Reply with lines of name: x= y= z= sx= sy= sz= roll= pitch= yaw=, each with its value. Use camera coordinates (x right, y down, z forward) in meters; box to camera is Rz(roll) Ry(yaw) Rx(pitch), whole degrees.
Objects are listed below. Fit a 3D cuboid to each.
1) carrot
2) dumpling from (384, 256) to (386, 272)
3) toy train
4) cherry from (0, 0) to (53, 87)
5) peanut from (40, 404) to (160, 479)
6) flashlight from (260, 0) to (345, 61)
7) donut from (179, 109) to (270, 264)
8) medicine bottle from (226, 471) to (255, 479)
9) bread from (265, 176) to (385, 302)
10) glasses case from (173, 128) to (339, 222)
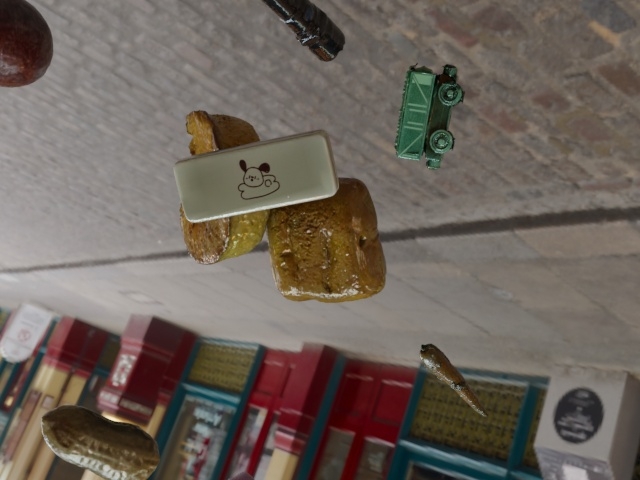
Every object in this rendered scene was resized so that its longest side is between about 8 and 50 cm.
carrot: x=0.286 y=0.300 z=1.499 sx=0.254 sy=0.049 sz=0.049 roll=46 pitch=153 yaw=-26
dumpling: x=0.135 y=0.053 z=2.222 sx=0.104 sy=0.149 sz=0.217 roll=13 pitch=127 yaw=40
toy train: x=0.282 y=-0.321 z=1.836 sx=0.154 sy=0.270 sz=0.115 roll=12 pitch=-163 yaw=13
cherry: x=-0.686 y=-0.422 z=1.462 sx=0.230 sy=0.203 sz=0.300 roll=38 pitch=-160 yaw=18
peanut: x=-0.416 y=0.381 z=1.340 sx=0.236 sy=0.110 sz=0.120 roll=31 pitch=-157 yaw=-20
flashlight: x=-0.076 y=-0.557 z=1.666 sx=0.103 sy=0.103 sz=0.424 roll=10 pitch=170 yaw=32
donut: x=-0.253 y=-0.123 z=1.933 sx=0.163 sy=0.435 sz=0.378 roll=-6 pitch=-141 yaw=-27
medicine bottle: x=-0.321 y=0.838 z=2.065 sx=0.212 sy=0.325 sz=0.212 roll=41 pitch=143 yaw=42
bread: x=-0.004 y=0.002 z=1.894 sx=0.336 sy=0.328 sz=0.148 roll=-2 pitch=-167 yaw=31
glasses case: x=-0.126 y=-0.128 z=1.416 sx=0.312 sy=0.131 sz=0.070 roll=-10 pitch=-165 yaw=7
